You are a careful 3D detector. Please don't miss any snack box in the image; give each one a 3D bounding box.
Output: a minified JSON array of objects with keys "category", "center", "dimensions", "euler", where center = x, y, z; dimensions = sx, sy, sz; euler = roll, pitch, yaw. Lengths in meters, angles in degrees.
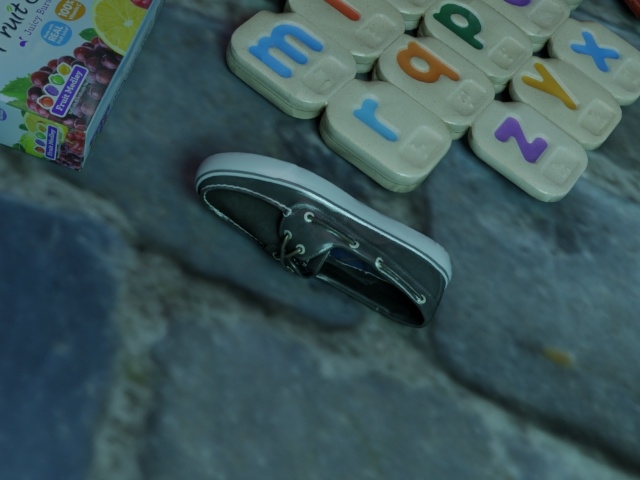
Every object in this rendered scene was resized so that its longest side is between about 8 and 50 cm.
[{"category":"snack box","center":[-0.149,-0.114,0.537],"dimensions":[0.100,0.037,0.141],"euler":[19,53,-4]}]

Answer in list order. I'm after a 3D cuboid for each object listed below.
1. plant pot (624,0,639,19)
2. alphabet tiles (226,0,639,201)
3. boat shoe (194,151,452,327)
[{"category":"plant pot","center":[0.325,-0.341,0.738],"dimensions":[0.236,0.267,0.267],"euler":[-7,58,-38]},{"category":"alphabet tiles","center":[0.072,-0.148,0.649],"dimensions":[0.278,0.021,0.284],"euler":[37,53,8]},{"category":"boat shoe","center":[0.000,0.000,0.505],"dimensions":[0.142,0.049,0.040],"euler":[24,53,-5]}]
